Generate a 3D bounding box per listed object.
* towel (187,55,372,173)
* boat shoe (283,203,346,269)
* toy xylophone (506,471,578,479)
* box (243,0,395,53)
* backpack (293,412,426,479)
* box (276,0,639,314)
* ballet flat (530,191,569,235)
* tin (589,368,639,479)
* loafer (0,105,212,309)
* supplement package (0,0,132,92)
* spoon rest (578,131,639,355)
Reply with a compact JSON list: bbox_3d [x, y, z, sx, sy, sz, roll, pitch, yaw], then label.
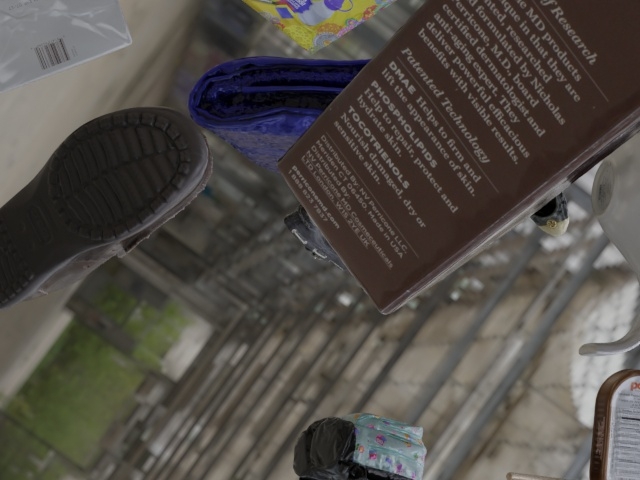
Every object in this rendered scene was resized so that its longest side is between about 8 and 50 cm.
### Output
[{"bbox_3d":[0.024,-0.108,1.346,0.308,0.228,0.076,35,61,-80],"label":"towel"},{"bbox_3d":[0.000,0.000,1.620,0.038,0.046,0.125,-28,148,10],"label":"boat shoe"},{"bbox_3d":[0.312,0.417,1.931,0.081,0.323,0.236,0,-95,51],"label":"toy xylophone"},{"bbox_3d":[-0.039,-0.426,1.735,0.177,0.290,0.279,-29,-139,35],"label":"box"},{"bbox_3d":[0.070,0.312,2.185,0.152,0.182,0.115,-17,-120,57],"label":"backpack"},{"bbox_3d":[0.145,-0.113,0.926,0.191,0.143,0.381,-32,175,-36],"label":"box"},{"bbox_3d":[0.265,-0.072,1.901,0.057,0.173,0.049,-19,-152,22],"label":"ballet flat"},{"bbox_3d":[0.407,0.261,1.957,0.040,0.106,0.189,166,-70,-69],"label":"tin"},{"bbox_3d":[-0.251,-0.043,1.710,0.366,0.133,0.130,-28,170,32],"label":"loafer"},{"bbox_3d":[-0.358,-0.285,1.865,0.194,0.149,0.203,-21,-164,-10],"label":"supplement package"},{"bbox_3d":[0.369,0.006,1.811,0.137,0.084,0.276,155,-56,-76],"label":"spoon rest"}]
